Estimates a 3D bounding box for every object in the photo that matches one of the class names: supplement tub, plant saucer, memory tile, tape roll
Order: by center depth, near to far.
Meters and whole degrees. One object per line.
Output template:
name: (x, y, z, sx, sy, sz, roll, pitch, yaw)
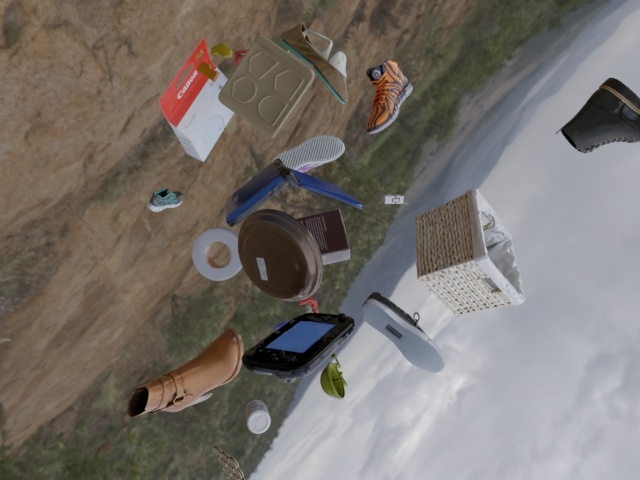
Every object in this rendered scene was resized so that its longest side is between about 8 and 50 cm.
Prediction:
plant saucer: (-0.120, 0.050, 1.262, 0.041, 0.278, 0.278, -39, 166, -50)
memory tile: (-0.242, 0.639, 1.289, 0.113, 0.148, 0.012, 4, -151, 45)
supplement tub: (-0.191, 0.532, 1.410, 0.071, 0.071, 0.107, -48, -171, -10)
tape roll: (-0.419, 0.054, 1.937, 0.219, 0.219, 0.072, -51, -179, 8)

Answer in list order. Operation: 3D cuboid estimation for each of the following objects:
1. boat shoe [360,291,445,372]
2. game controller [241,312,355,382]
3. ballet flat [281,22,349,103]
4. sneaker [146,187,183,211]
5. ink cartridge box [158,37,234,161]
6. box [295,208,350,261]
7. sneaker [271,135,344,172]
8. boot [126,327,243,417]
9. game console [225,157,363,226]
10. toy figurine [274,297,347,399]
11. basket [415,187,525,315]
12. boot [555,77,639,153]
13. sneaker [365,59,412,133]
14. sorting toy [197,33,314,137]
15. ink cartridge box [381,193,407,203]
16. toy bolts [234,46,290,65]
boat shoe: (0.264, 0.278, 1.443, 0.105, 0.306, 0.113, -44, 167, -52)
game controller: (-0.043, 0.237, 1.100, 0.319, 0.167, 0.067, -23, 120, -62)
ballet flat: (0.010, -0.631, 1.618, 0.124, 0.342, 0.116, -45, 167, 14)
sneaker: (-0.564, -0.161, 1.722, 0.076, 0.065, 0.166, -61, 169, 30)
ink cartridge box: (-0.453, -0.527, 1.799, 0.308, 0.091, 0.385, -62, 173, -15)
box: (0.000, 0.000, 1.822, 0.203, 0.168, 0.167, -12, 163, 0)
sneaker: (-0.055, -0.294, 1.712, 0.282, 0.102, 0.161, -18, 170, -13)
boot: (-0.336, 0.332, 1.159, 0.220, 0.109, 0.283, 5, 136, -51)
game console: (-0.074, -0.090, 1.106, 0.250, 0.173, 0.293, -38, -163, 2)
toy figurine: (-0.069, 0.401, 1.640, 0.217, 0.362, 0.191, -21, 173, 5)
basket: (0.536, 0.059, 1.699, 0.266, 0.328, 0.331, -25, -139, 32)
boot: (0.575, -0.194, 0.900, 0.137, 0.198, 0.077, -46, 168, 16)
sneaker: (0.222, -0.557, 1.763, 0.125, 0.180, 0.321, -7, -136, 45)
sorting toy: (-0.197, -0.476, 1.368, 0.229, 0.307, 0.041, -55, 175, 11)
ink cartridge box: (0.259, -0.145, 1.621, 0.048, 0.083, 0.028, -118, -152, -74)
toy bolts: (-0.229, -0.658, 1.850, 0.218, 0.229, 0.158, -92, 179, -51)
